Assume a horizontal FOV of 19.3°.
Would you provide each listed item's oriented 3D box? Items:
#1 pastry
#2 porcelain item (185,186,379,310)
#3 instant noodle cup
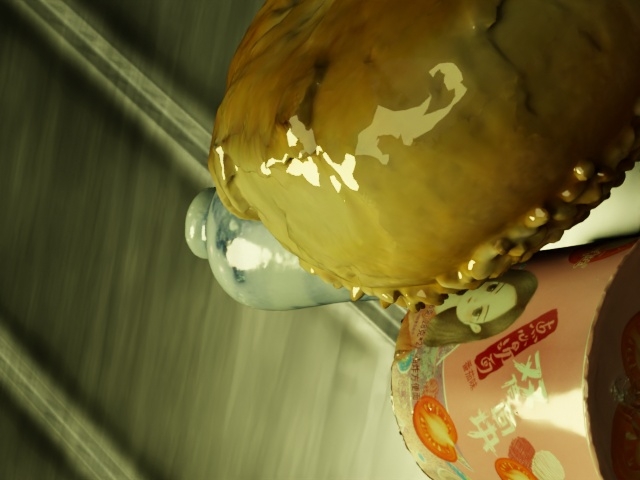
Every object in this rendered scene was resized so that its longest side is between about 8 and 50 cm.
[{"bbox_3d":[0.101,-0.125,1.411,0.245,0.409,0.410,42,137,-22],"label":"pastry"},{"bbox_3d":[0.000,0.000,1.659,0.259,0.141,0.141,10,104,32],"label":"porcelain item"},{"bbox_3d":[0.197,0.105,1.425,0.231,0.243,0.243,-1,96,49],"label":"instant noodle cup"}]
